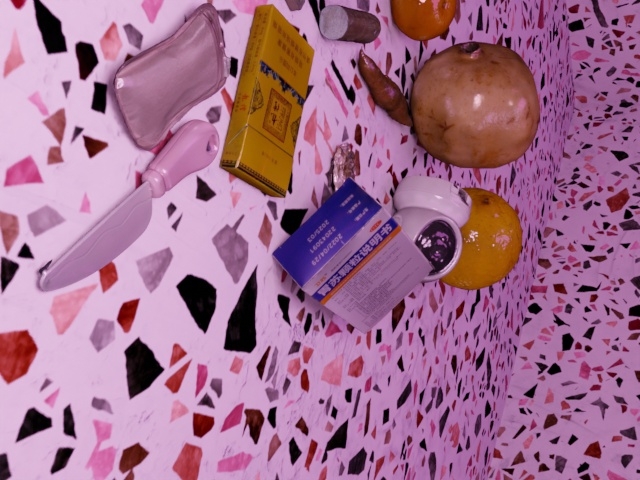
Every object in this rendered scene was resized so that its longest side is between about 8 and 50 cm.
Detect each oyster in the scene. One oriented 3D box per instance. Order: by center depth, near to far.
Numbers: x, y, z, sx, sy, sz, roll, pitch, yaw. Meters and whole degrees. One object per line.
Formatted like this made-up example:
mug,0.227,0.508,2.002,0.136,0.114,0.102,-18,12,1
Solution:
oyster,0.059,-0.099,1.343,0.106,0.061,0.199,-9,95,-61

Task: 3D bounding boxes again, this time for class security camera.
security camera,0.240,-0.015,1.572,0.194,0.195,0.236,46,60,-54

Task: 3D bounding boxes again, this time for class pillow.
pillow,-0.192,-0.222,0.898,0.232,0.038,0.130,-55,151,-40

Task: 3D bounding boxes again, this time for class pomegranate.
pomegranate,0.385,-0.340,1.647,0.333,0.333,0.332,-16,109,-59

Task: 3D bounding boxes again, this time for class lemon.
lemon,0.399,-0.003,1.770,0.293,0.293,0.292,-16,109,-59

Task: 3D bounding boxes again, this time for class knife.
knife,-0.239,-0.044,0.864,0.336,0.043,0.081,-53,153,-35

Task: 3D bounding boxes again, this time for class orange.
orange,0.230,-0.535,1.510,0.159,0.136,0.158,-18,118,-39

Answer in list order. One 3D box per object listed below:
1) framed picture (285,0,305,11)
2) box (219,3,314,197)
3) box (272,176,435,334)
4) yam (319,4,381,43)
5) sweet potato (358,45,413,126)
framed picture,-0.035,-0.602,1.136,0.247,0.022,0.334,55,48,-50
box,-0.082,-0.225,1.101,0.153,0.041,0.278,29,69,-60
box,0.071,0.041,1.260,0.200,0.106,0.299,-45,144,2
yam,0.058,-0.419,1.293,0.169,0.068,0.068,-25,117,-62
sweet potato,0.144,-0.329,1.466,0.274,0.067,0.067,39,61,-54
